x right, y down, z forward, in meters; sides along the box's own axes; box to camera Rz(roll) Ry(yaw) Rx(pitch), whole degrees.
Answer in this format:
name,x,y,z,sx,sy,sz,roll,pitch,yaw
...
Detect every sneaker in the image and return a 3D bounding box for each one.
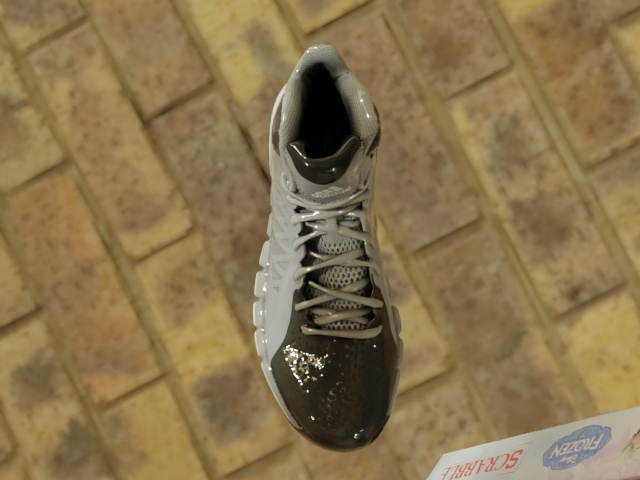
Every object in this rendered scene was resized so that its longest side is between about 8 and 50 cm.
name,x,y,z,sx,sy,sz,roll,pitch,yaw
sneaker,0.000,0.000,0.774,0.132,0.086,0.228,87,178,-78

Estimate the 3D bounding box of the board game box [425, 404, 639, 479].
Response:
name,x,y,z,sx,sy,sz,roll,pitch,yaw
board game box,0.255,0.241,0.914,0.318,0.066,0.319,42,152,-10
